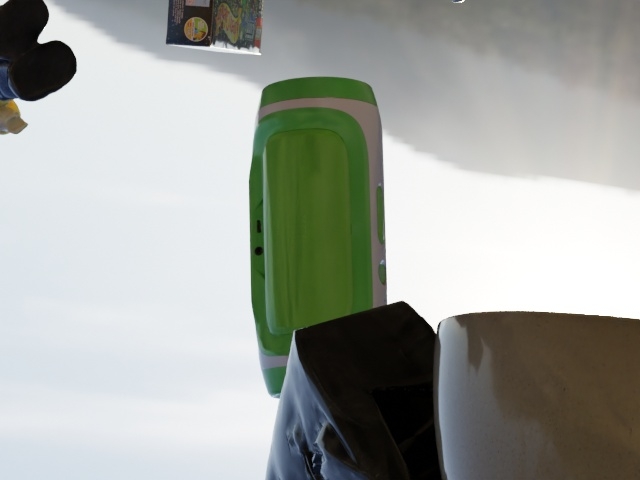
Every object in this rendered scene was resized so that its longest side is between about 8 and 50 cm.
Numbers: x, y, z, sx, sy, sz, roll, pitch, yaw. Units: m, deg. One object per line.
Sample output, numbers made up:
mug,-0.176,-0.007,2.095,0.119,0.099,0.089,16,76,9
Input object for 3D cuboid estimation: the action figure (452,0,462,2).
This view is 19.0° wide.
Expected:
action figure,0.296,-0.220,1.365,0.341,0.178,0.330,24,-131,22

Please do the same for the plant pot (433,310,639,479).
plant pot,0.193,0.163,1.119,0.284,0.191,0.284,10,170,2

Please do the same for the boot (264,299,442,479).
boot,0.070,0.308,1.399,0.146,0.445,0.367,-25,-121,-37

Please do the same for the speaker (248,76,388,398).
speaker,0.000,0.000,1.828,0.131,0.297,0.131,-1,171,0

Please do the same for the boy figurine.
boy figurine,-0.368,-0.183,1.951,0.285,0.177,0.092,-6,-152,48

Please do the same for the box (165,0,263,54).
box,-0.094,-0.260,1.825,0.044,0.159,0.233,4,-175,9
